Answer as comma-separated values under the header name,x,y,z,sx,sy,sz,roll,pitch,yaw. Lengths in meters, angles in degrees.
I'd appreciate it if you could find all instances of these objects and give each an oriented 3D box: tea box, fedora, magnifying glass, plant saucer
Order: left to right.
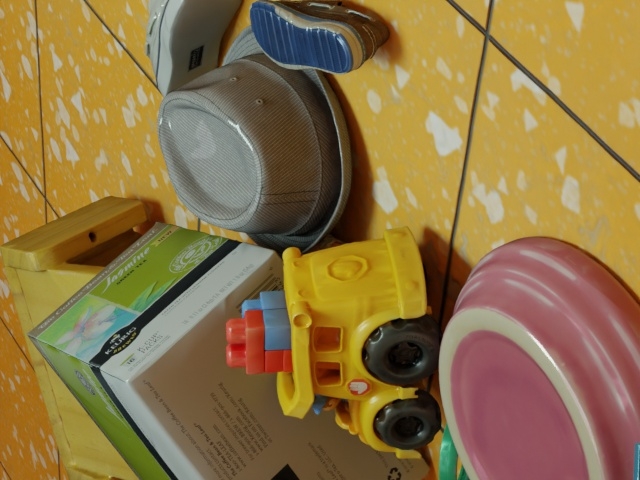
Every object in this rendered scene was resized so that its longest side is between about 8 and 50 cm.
name,x,y,z,sx,sy,sz,roll,pitch,yaw
tea box,-0.109,0.180,1.961,0.329,0.220,0.323,56,160,-23
fedora,-0.089,-0.101,1.882,0.275,0.124,0.244,49,133,36
magnifying glass,0.150,0.264,1.799,0.026,0.092,0.231,8,133,18
plant saucer,0.209,0.164,1.582,0.332,0.084,0.332,43,143,43

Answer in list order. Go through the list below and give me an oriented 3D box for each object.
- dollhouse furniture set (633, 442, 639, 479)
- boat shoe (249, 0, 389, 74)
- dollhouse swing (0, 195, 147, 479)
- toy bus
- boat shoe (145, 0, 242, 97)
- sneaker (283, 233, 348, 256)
name,x,y,z,sx,sy,sz,roll,pitch,yaw
dollhouse furniture set,0.311,0.237,1.419,0.129,0.129,0.183,170,105,-65
boat shoe,-0.001,-0.206,1.746,0.183,0.066,0.066,28,135,48
dollhouse swing,-0.218,0.135,2.310,0.305,0.315,0.347,-4,107,38
toy bus,0.011,0.113,1.751,0.149,0.211,0.220,-103,8,-53
boat shoe,-0.154,-0.259,1.996,0.088,0.096,0.267,57,161,16
sneaker,0.000,0.000,1.928,0.070,0.051,0.134,-36,65,46
